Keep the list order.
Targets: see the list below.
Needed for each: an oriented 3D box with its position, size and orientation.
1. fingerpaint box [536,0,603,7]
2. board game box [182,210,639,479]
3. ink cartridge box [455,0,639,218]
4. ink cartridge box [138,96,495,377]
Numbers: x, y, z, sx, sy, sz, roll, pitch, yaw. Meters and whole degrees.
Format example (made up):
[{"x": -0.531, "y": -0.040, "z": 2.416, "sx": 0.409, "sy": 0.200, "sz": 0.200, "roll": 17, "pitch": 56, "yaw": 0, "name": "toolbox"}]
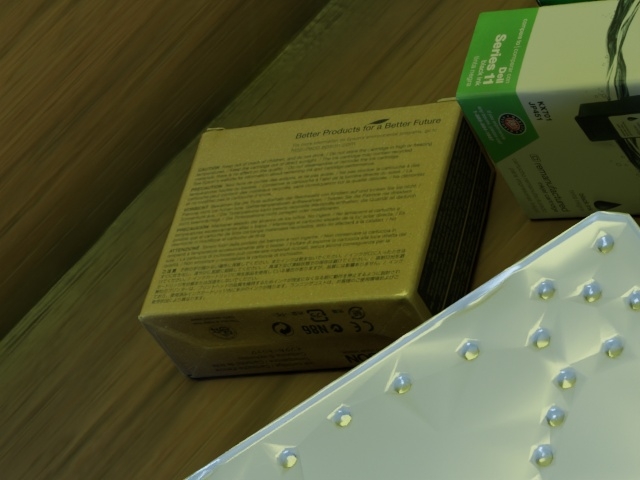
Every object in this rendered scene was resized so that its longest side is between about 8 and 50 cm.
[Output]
[{"x": 0.418, "y": -0.292, "z": 1.477, "sx": 0.445, "sy": 0.163, "sz": 0.371, "roll": -5, "pitch": 51, "yaw": 28, "name": "fingerpaint box"}, {"x": 0.089, "y": 0.226, "z": 1.019, "sx": 0.390, "sy": 0.050, "sz": 0.390, "roll": -34, "pitch": 52, "yaw": 4, "name": "board game box"}, {"x": 0.225, "y": -0.094, "z": 1.426, "sx": 0.208, "sy": 0.153, "sz": 0.087, "roll": -3, "pitch": 52, "yaw": 31, "name": "ink cartridge box"}, {"x": 0.000, "y": 0.000, "z": 1.529, "sx": 0.234, "sy": 0.088, "sz": 0.193, "roll": -5, "pitch": 48, "yaw": 29, "name": "ink cartridge box"}]
